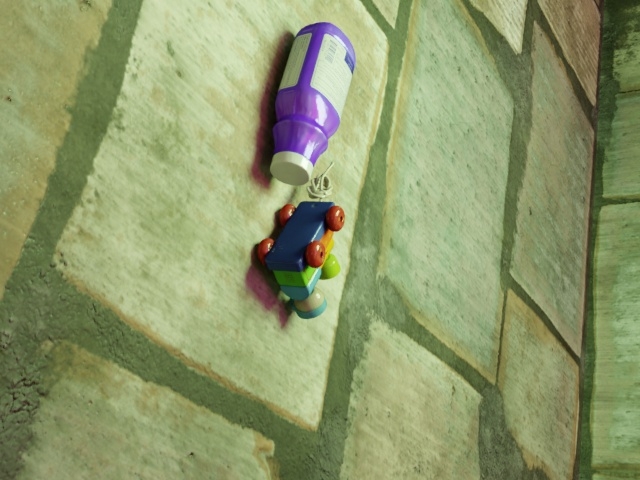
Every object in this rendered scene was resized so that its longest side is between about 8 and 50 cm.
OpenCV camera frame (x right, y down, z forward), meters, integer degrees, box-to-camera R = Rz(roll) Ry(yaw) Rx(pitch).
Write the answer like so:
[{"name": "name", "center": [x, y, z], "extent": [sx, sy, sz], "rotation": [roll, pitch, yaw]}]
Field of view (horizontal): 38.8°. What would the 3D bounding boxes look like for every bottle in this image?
[{"name": "bottle", "center": [-0.017, -0.222, 1.488], "extent": [0.118, 0.092, 0.282], "rotation": [45, 49, -44]}]

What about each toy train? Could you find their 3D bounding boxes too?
[{"name": "toy train", "center": [0.000, 0.000, 1.482], "extent": [0.248, 0.105, 0.143], "rotation": [-60, 144, -43]}]
